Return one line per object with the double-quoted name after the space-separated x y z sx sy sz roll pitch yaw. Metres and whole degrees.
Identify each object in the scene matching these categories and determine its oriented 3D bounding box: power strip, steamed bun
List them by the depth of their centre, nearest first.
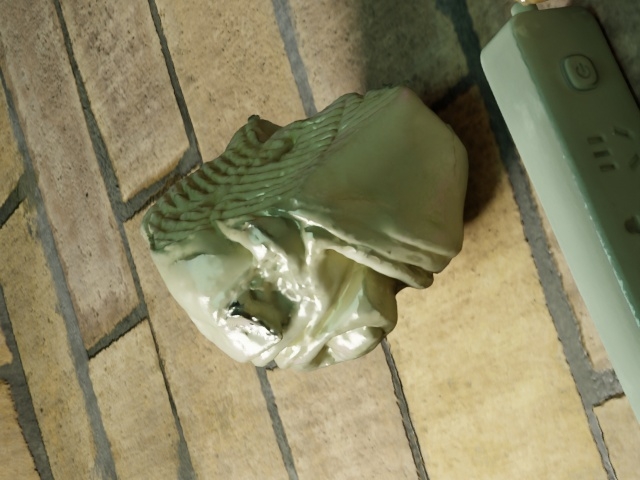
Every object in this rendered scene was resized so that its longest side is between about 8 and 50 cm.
0.226 -0.023 1.383 0.062 0.091 0.385 -51 55 56 "power strip"
0.000 0.000 1.674 0.320 0.275 0.206 -10 122 52 "steamed bun"

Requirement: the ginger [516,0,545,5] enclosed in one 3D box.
0.102 -0.329 1.414 0.375 0.176 0.256 55 131 38 "ginger"
